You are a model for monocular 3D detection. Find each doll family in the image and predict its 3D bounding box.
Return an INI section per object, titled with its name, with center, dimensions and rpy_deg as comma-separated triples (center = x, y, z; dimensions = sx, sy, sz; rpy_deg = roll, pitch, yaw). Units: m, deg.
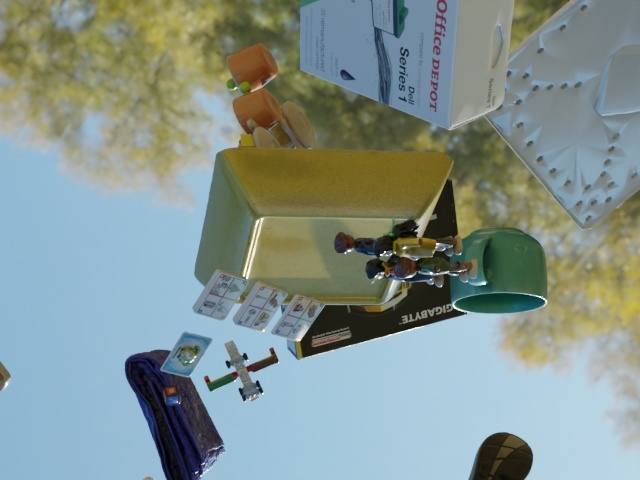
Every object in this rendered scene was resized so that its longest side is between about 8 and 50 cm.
[doll family]
center = 0.090, 0.017, 1.573
dimensions = 0.111, 0.193, 0.076
rpy_deg = 1, -99, -23

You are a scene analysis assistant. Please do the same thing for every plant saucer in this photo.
[plant saucer]
center = 0.000, 0.000, 1.983
dimensions = 0.333, 0.333, 0.081
rpy_deg = 1, -123, -12

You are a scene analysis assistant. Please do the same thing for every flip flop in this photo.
[flip flop]
center = 0.331, 0.491, 2.697
dimensions = 0.112, 0.080, 0.277
rpy_deg = 26, -125, 0

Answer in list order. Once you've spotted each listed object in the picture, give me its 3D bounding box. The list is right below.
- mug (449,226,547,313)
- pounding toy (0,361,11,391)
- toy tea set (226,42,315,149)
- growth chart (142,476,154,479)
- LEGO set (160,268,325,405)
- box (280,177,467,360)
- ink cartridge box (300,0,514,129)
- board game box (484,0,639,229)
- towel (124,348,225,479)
[mug]
center = 0.239, 0.034, 1.835
dimensions = 0.129, 0.158, 0.097
rpy_deg = 2, -106, -7
[pounding toy]
center = -0.588, 0.191, 2.128
dimensions = 0.154, 0.269, 0.155
rpy_deg = 15, -149, 32
[toy tea set]
center = -0.099, -0.155, 2.171
dimensions = 0.200, 0.124, 0.336
rpy_deg = 47, -157, -38
[growth chart]
center = -0.240, 0.392, 1.756
dimensions = 0.021, 0.237, 0.172
rpy_deg = 8, -111, -12
[LEGO set]
center = -0.131, 0.147, 1.993
dimensions = 0.182, 0.244, 0.060
rpy_deg = 18, -152, -31
[box]
center = 0.082, 0.040, 2.372
dimensions = 0.322, 0.257, 0.079
rpy_deg = -13, -164, -17
[ink cartridge box]
center = 0.087, -0.231, 1.462
dimensions = 0.219, 0.160, 0.092
rpy_deg = 26, -141, 36
[board game box]
center = 0.441, -0.241, 1.991
dimensions = 0.390, 0.390, 0.050
rpy_deg = 41, -169, -43
[towel]
center = -0.227, 0.280, 2.235
dimensions = 0.308, 0.076, 0.228
rpy_deg = 76, 173, -87
